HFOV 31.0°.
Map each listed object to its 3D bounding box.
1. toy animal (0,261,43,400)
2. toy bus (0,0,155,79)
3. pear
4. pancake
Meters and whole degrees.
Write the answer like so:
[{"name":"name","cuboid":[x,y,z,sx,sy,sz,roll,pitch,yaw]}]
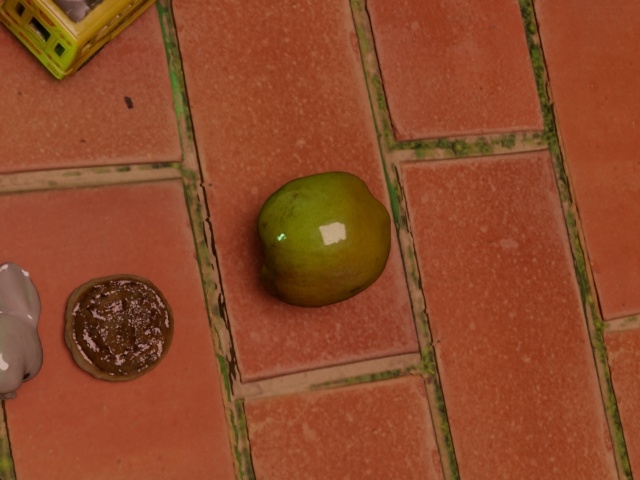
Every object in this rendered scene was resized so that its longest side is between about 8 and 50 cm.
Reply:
[{"name":"toy animal","cuboid":[-0.440,0.114,1.411,0.193,0.127,0.178,-6,83,-33]},{"name":"toy bus","cuboid":[-0.280,-0.381,1.595,0.144,0.152,0.330,46,63,-10]},{"name":"pear","cuboid":[0.000,0.000,1.634,0.200,0.200,0.200,6,76,-26]},{"name":"pancake","cuboid":[-0.271,0.116,1.558,0.158,0.028,0.158,8,73,-27]}]
